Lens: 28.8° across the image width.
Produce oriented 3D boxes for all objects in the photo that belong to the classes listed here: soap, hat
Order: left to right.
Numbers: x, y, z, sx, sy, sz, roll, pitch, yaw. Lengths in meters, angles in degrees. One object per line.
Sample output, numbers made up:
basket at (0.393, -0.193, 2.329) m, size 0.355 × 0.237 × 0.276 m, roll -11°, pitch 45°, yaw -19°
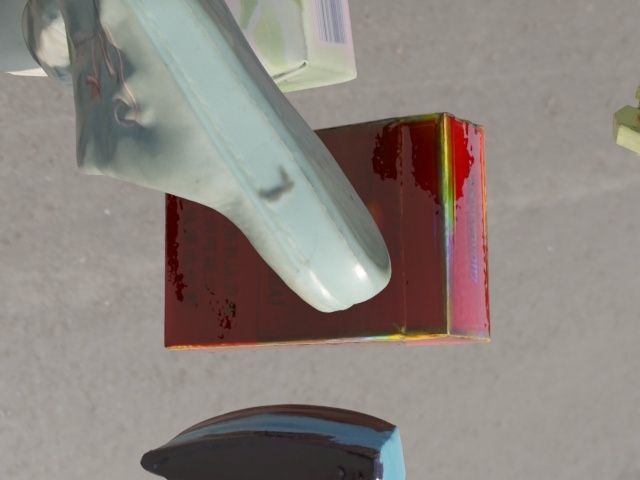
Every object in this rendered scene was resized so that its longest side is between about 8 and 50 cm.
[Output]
hat at (-0.376, -0.259, 1.700) m, size 0.226 × 0.164 × 0.219 m, roll -16°, pitch 139°, yaw 11°
soap at (-0.084, -0.199, 0.891) m, size 0.138 × 0.182 × 0.199 m, roll -21°, pitch 103°, yaw -72°

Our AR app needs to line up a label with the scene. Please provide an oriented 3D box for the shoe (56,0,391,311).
shoe at (-0.056, -0.047, 0.427) m, size 0.078 × 0.195 × 0.079 m, roll -38°, pitch -175°, yaw 10°

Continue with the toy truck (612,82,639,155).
toy truck at (0.394, -0.078, 1.099) m, size 0.157 × 0.272 × 0.124 m, roll -34°, pitch 142°, yaw -30°

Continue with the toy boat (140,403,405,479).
toy boat at (-0.074, 0.278, 1.580) m, size 0.079 × 0.392 × 0.136 m, roll -7°, pitch 91°, yaw -57°

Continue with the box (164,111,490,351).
box at (-0.001, 0.001, 1.157) m, size 0.089 × 0.313 × 0.197 m, roll 12°, pitch 76°, yaw -55°
